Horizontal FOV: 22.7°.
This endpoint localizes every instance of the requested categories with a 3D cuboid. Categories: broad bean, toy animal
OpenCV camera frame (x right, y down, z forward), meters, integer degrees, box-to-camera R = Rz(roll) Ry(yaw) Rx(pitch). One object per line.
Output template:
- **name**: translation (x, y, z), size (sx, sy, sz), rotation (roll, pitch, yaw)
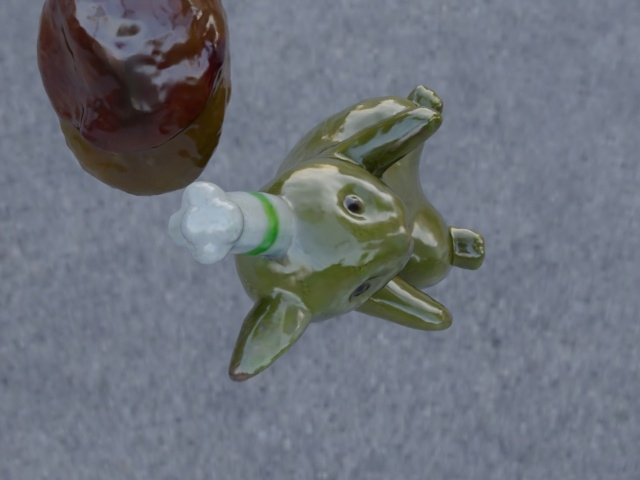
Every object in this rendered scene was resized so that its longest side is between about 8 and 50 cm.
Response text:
- **broad bean**: translation (-0.147, -0.137, 1.259), size (0.156, 0.228, 0.122), rotation (5, 27, -1)
- **toy animal**: translation (0.019, -0.004, 1.257), size (0.180, 0.181, 0.363), rotation (-7, 13, 14)
